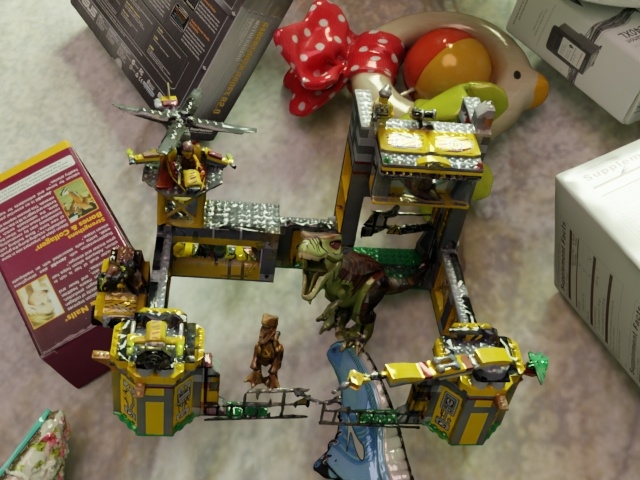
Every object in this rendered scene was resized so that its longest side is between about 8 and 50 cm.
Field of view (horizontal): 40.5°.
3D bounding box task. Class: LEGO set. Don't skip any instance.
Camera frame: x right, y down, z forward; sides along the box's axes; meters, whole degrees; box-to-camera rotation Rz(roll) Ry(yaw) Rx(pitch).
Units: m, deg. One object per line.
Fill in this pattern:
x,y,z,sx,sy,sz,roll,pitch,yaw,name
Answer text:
0.000,0.000,0.606,0.332,0.192,0.254,8,42,-1,LEGO set

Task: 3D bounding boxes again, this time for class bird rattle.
0.087,-0.140,0.802,0.207,0.143,0.253,-27,48,-19,bird rattle

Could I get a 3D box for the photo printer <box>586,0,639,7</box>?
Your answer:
0.232,-0.351,0.728,0.256,0.107,0.307,6,81,-23,photo printer

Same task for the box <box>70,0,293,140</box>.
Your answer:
-0.139,-0.238,0.833,0.231,0.056,0.183,50,122,27,box

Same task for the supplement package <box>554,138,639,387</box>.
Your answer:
0.288,0.044,0.609,0.139,0.133,0.244,-23,47,-7,supplement package

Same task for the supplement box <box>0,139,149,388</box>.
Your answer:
-0.217,0.018,0.757,0.104,0.080,0.188,-31,62,-9,supplement box

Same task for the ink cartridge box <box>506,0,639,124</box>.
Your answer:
0.264,-0.185,0.786,0.109,0.063,0.150,-24,58,-32,ink cartridge box

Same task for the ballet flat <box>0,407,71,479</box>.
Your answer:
-0.258,0.241,0.658,0.077,0.091,0.241,41,77,-7,ballet flat

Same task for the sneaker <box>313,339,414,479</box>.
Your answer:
0.025,0.152,0.663,0.073,0.063,0.162,-16,61,3,sneaker
